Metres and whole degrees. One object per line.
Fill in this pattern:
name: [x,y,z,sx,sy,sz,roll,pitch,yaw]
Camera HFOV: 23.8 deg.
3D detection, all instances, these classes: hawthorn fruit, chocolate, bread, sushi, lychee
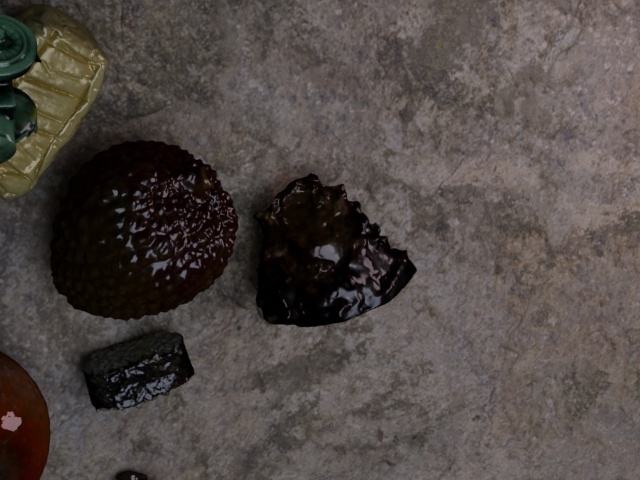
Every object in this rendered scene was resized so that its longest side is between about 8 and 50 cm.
hawthorn fruit: [-0.468,0.267,1.948,0.231,0.263,0.235,14,133,-11]
chocolate: [0.000,0.000,2.110,0.224,0.206,0.177,-23,110,-13]
bread: [-0.368,-0.175,1.879,0.140,0.106,0.236,32,94,-36]
sushi: [-0.254,0.182,2.107,0.150,0.090,0.078,-21,116,-18]
lychee: [-0.235,-0.009,1.958,0.236,0.236,0.271,31,116,-35]

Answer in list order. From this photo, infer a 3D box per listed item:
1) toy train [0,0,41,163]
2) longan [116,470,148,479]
toy train: [-0.448,-0.251,1.669,0.253,0.397,0.160,-6,150,-16]
longan: [-0.261,0.390,2.193,0.106,0.106,0.119,-11,74,-25]
